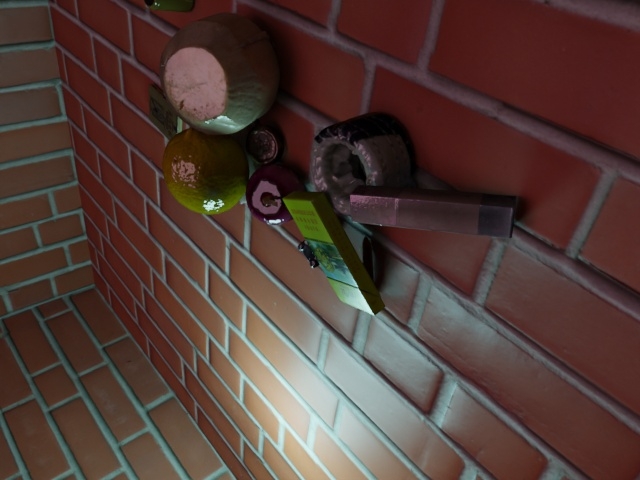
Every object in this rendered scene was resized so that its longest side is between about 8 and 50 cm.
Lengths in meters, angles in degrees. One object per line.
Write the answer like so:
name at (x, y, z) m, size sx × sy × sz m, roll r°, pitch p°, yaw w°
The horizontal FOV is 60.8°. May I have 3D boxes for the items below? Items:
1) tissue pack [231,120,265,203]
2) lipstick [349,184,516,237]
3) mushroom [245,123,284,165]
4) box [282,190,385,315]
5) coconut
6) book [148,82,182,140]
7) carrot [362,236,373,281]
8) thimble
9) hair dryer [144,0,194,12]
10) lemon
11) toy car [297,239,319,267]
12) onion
tissue pack at (-0.241, -0.286, 1.695) m, size 0.170 × 0.071 × 0.325 m, roll -7°, pitch 102°, yaw 56°
lipstick at (0.219, -0.061, 1.088) m, size 0.318 × 0.066 × 0.068 m, roll 6°, pitch 119°, yaw 20°
mushroom at (-0.161, -0.279, 1.588) m, size 0.123 × 0.052 × 0.123 m, roll 6°, pitch 105°, yaw 21°
box at (0.032, 0.028, 1.372) m, size 0.334 × 0.047 × 0.187 m, roll 60°, pitch 161°, yaw -17°
coconut at (-0.262, -0.442, 1.459) m, size 0.323 × 0.323 × 0.322 m, roll 29°, pitch 129°, yaw 42°
book at (-0.599, -0.481, 2.102) m, size 0.231 × 0.026 × 0.161 m, roll 43°, pitch 138°, yaw 30°
carrot at (0.126, 0.078, 1.440) m, size 0.037 × 0.037 × 0.190 m, roll 23°, pitch 122°, yaw 45°
thimble at (0.098, -0.167, 1.244) m, size 0.237 × 0.150 × 0.237 m, roll 30°, pitch 132°, yaw 40°
hair dryer at (-0.423, -0.808, 1.620) m, size 0.090 × 0.135 × 0.278 m, roll 56°, pitch 133°, yaw 15°
lemon at (-0.330, -0.204, 1.580) m, size 0.267 × 0.268 × 0.267 m, roll 29°, pitch 129°, yaw 42°
toy car at (0.000, 0.000, 1.529) m, size 0.080 × 0.070 × 0.170 m, roll 53°, pitch 144°, yaw 19°
onion at (-0.132, -0.130, 1.559) m, size 0.177 × 0.154 × 0.177 m, roll 21°, pitch 120°, yaw 41°
